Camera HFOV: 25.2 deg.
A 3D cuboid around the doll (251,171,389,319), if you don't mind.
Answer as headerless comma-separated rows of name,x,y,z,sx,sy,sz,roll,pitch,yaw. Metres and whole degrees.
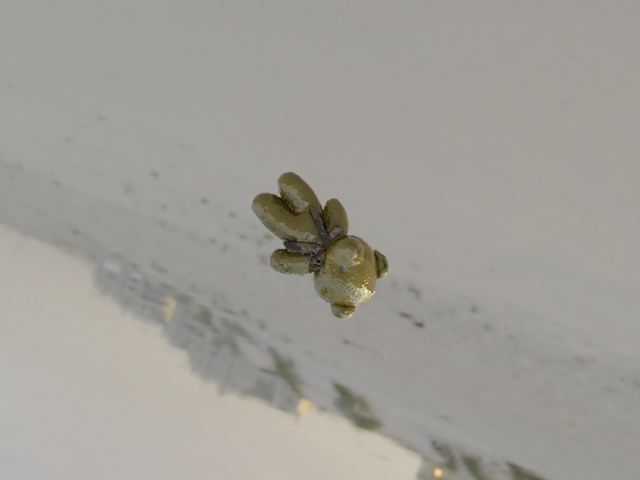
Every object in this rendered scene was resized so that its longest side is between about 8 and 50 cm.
doll,0.000,0.000,1.950,0.209,0.137,0.097,46,153,-2
